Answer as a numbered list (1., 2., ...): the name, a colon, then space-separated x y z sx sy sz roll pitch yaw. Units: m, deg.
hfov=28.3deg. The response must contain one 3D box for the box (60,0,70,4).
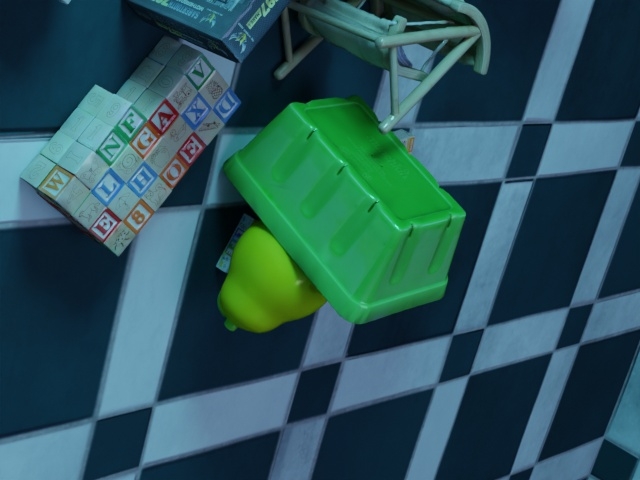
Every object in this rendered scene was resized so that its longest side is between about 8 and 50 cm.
1. box: -0.339 -0.368 1.574 0.102 0.101 0.087 -57 145 -2

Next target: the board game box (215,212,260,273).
1. board game box: -0.103 0.022 2.195 0.154 0.026 0.103 24 95 -54

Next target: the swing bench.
1. swing bench: 0.093 -0.328 1.994 0.255 0.253 0.165 -34 137 -32

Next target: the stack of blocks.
1. stack of blocks: -0.267 -0.147 1.827 0.297 0.087 0.171 -52 143 -10

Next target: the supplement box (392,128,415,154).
1. supplement box: 0.125 -0.162 2.334 0.098 0.036 0.062 -21 130 -42

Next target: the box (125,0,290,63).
1. box: -0.137 -0.353 1.717 0.183 0.233 0.059 -53 138 -10

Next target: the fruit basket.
1. fruit basket: 0.000 0.000 2.048 0.283 0.392 0.392 -13 124 -45
